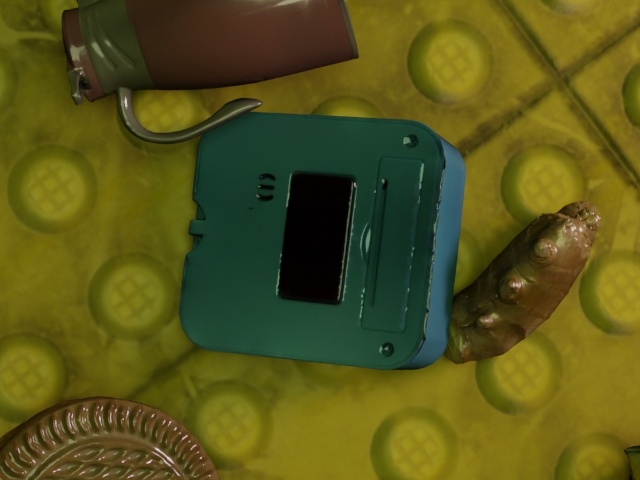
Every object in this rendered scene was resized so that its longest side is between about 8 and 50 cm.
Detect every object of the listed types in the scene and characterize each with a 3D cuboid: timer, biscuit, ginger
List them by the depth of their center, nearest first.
[{"bbox_3d":[-0.212,0.265,1.467,0.259,0.079,0.259,-3,97,-22],"label":"biscuit"},{"bbox_3d":[0.194,0.039,1.525,0.081,0.115,0.205,43,87,-17],"label":"ginger"},{"bbox_3d":[0.000,0.000,1.526,0.250,0.091,0.232,6,87,17],"label":"timer"}]

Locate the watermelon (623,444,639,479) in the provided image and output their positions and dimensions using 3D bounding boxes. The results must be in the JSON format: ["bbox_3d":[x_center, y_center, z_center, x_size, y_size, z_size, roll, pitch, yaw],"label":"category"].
[{"bbox_3d":[0.338,0.262,1.416,0.092,0.075,0.181,-15,90,2],"label":"watermelon"}]

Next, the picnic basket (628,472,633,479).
[{"bbox_3d":[0.406,0.302,1.518,0.222,0.129,0.297,-20,87,-4],"label":"picnic basket"}]

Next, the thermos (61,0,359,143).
[{"bbox_3d":[-0.104,-0.192,1.506,0.265,0.146,0.176,-17,87,2],"label":"thermos"}]
